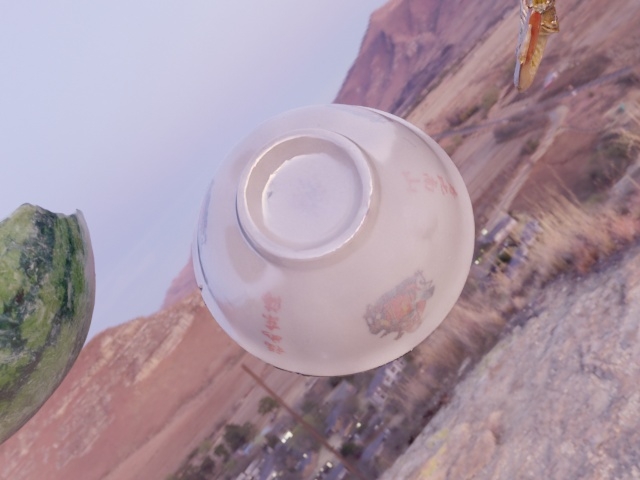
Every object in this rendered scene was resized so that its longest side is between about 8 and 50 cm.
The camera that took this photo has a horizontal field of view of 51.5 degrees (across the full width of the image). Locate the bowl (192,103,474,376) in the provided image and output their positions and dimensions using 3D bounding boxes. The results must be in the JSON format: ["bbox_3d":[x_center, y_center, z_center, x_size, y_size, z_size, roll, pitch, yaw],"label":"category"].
[{"bbox_3d":[-0.002,-0.027,0.732,0.345,0.345,0.157,-49,-17,-5],"label":"bowl"}]

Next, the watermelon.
[{"bbox_3d":[-0.292,0.064,0.585,0.260,0.176,0.256,-34,-28,-28],"label":"watermelon"}]

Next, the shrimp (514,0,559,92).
[{"bbox_3d":[0.223,-0.232,0.709,0.095,0.045,0.162,-45,-34,-31],"label":"shrimp"}]
